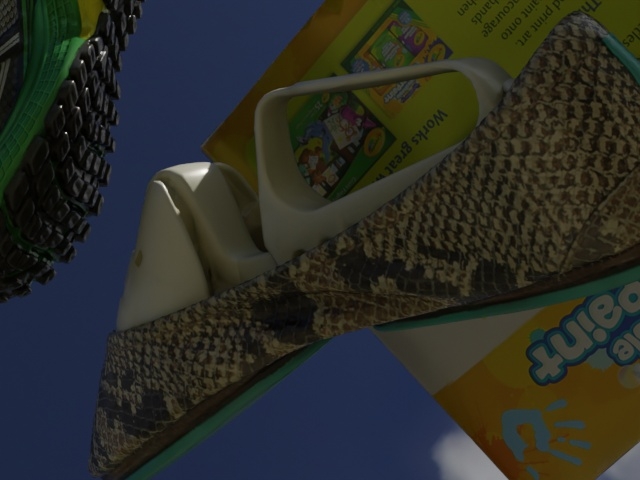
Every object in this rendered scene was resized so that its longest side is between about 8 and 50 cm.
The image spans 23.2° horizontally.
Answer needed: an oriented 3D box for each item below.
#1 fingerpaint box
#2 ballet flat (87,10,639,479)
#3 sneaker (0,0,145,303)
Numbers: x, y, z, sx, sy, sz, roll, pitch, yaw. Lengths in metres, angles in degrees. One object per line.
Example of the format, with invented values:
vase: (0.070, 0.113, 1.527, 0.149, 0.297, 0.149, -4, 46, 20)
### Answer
fingerpaint box: (0.200, -0.096, 1.072, 0.371, 0.163, 0.445, 46, -63, 9)
ballet flat: (0.000, 0.000, 0.932, 0.182, 0.483, 0.164, 59, -142, -4)
sneaker: (-0.209, -0.112, 1.040, 0.146, 0.134, 0.343, 4, -121, 6)
